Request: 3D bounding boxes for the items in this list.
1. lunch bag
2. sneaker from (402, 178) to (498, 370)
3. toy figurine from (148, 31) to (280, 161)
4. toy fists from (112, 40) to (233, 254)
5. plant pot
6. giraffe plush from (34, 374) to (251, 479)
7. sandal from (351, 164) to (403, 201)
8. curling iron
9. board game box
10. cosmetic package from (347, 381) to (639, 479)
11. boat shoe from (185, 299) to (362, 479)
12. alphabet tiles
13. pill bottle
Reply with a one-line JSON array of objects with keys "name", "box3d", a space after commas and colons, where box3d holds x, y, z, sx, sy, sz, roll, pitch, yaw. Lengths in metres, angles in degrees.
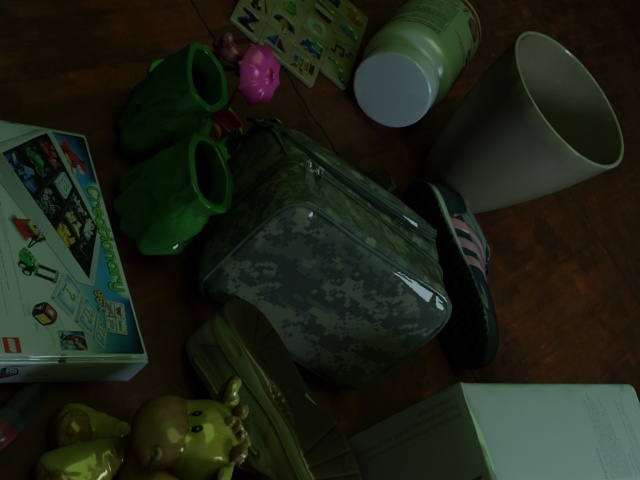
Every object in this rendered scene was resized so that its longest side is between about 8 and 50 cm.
[{"name": "lunch bag", "box3d": [0.000, 0.000, 1.281, 0.305, 0.212, 0.256, 34, 26, -24]}, {"name": "sneaker", "box3d": [0.229, 0.049, 1.540, 0.131, 0.112, 0.318, 8, 58, -39]}, {"name": "toy figurine", "box3d": [-0.128, -0.218, 1.338, 0.173, 0.159, 0.130, 52, 38, -1]}, {"name": "toy fists", "box3d": [-0.182, -0.108, 1.220, 0.096, 0.142, 0.279, 33, 41, -45]}, {"name": "plant pot", "box3d": [0.310, -0.162, 1.649, 0.257, 0.274, 0.256, 25, 47, -30]}, {"name": "giraffe plush", "box3d": [-0.151, 0.215, 0.979, 0.210, 0.170, 0.181, 2, 61, -45]}, {"name": "sandal", "box3d": [0.059, -0.068, 1.505, 0.090, 0.060, 0.219, 63, 25, 2]}, {"name": "curling iron", "box3d": [-0.300, 0.193, 0.959, 0.068, 0.035, 0.274, 60, 28, -27]}, {"name": "board game box", "box3d": [-0.310, 0.005, 1.049, 0.193, 0.053, 0.305, 7, 52, -43]}, {"name": "cosmetic package", "box3d": [0.251, 0.291, 1.301, 0.385, 0.217, 0.156, 11, 55, -43]}, {"name": "boat shoe", "box3d": [-0.054, 0.215, 1.125, 0.302, 0.098, 0.109, 58, 23, 16]}, {"name": "alphabet tiles", "box3d": [-0.044, -0.408, 1.687, 0.285, 0.011, 0.342, 37, 41, -19]}, {"name": "pill bottle", "box3d": [0.166, -0.314, 1.709, 0.160, 0.160, 0.283, 46, 40, -9]}]
